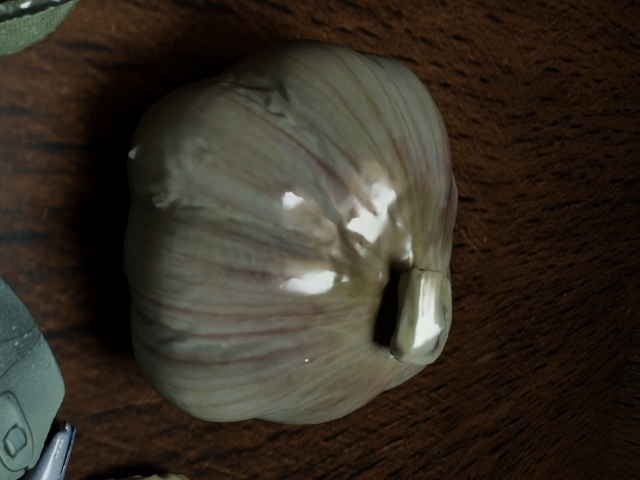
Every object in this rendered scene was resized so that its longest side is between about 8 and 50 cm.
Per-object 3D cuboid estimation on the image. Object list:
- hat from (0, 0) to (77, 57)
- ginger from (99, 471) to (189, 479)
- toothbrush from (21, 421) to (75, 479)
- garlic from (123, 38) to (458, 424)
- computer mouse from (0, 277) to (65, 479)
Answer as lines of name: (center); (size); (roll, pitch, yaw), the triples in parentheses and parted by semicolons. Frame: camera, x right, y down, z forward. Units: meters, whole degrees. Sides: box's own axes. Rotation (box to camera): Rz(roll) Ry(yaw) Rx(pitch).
hat: (-0.176, -0.161, 0.398); (0.257, 0.257, 0.130); (-54, 173, -29)
ginger: (-0.106, 0.265, 0.752); (0.288, 0.075, 0.089); (48, 22, -50)
toothbrush: (-0.254, 0.325, 0.590); (0.035, 0.042, 0.413); (32, 74, -55)
garlic: (-0.014, -0.006, 0.661); (0.322, 0.241, 0.322); (29, 57, -58)
computer mouse: (-0.219, 0.086, 0.515); (0.113, 0.068, 0.229); (-48, 138, -32)
